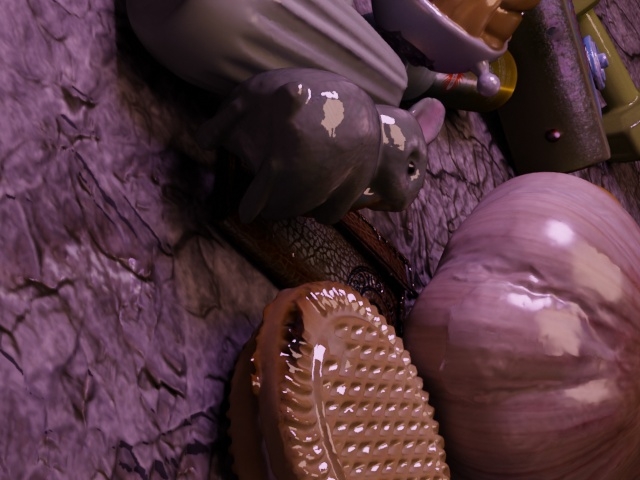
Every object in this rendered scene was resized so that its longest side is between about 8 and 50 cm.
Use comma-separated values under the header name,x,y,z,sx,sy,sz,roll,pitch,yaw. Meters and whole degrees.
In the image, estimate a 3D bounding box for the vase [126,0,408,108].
name,x,y,z,sx,sy,sz,roll,pitch,yaw
vase,-0.031,-0.159,1.221,0.248,0.128,0.128,24,49,-42

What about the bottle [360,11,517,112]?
name,x,y,z,sx,sy,sz,roll,pitch,yaw
bottle,0.113,-0.178,1.581,0.286,0.082,0.082,-2,72,-62

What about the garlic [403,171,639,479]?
name,x,y,z,sx,sy,sz,roll,pitch,yaw
garlic,0.192,0.095,1.347,0.322,0.241,0.322,53,23,-34

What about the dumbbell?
name,x,y,z,sx,sy,sz,roll,pitch,yaw
dumbbell,0.376,-0.246,2.094,0.108,0.121,0.302,-45,113,-31

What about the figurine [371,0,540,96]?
name,x,y,z,sx,sy,sz,roll,pitch,yaw
figurine,0.060,-0.243,1.393,0.274,0.133,0.194,26,13,4

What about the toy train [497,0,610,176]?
name,x,y,z,sx,sy,sz,roll,pitch,yaw
toy train,0.256,-0.233,1.791,0.202,0.131,0.299,-77,149,-55

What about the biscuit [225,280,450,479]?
name,x,y,z,sx,sy,sz,roll,pitch,yaw
biscuit,0.019,0.157,1.146,0.259,0.079,0.259,41,37,-41

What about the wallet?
name,x,y,z,sx,sy,sz,roll,pitch,yaw
wallet,0.000,0.000,1.280,0.243,0.039,0.133,45,35,-37

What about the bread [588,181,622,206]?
name,x,y,z,sx,sy,sz,roll,pitch,yaw
bread,0.315,0.011,1.804,0.134,0.085,0.173,49,32,-33

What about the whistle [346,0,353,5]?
name,x,y,z,sx,sy,sz,roll,pitch,yaw
whistle,-0.033,-0.214,1.316,0.253,0.102,0.106,41,33,-38

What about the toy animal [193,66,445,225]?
name,x,y,z,sx,sy,sz,roll,pitch,yaw
toy animal,0.028,-0.070,1.180,0.236,0.138,0.108,-2,58,-38
